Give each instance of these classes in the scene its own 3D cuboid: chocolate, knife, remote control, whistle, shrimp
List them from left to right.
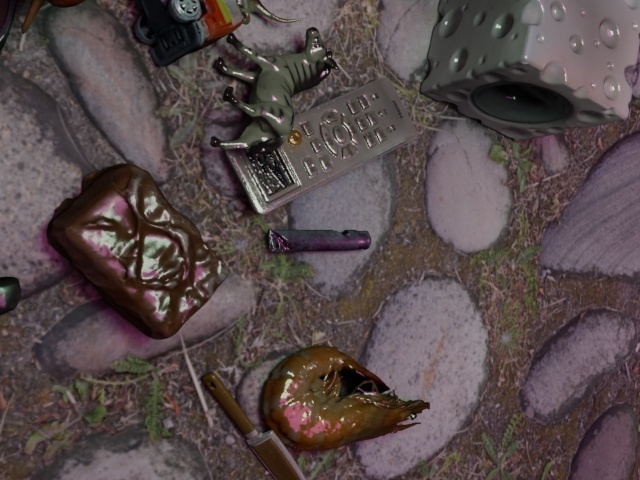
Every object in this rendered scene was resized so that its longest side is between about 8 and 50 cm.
[{"bbox_3d":[-0.228,0.009,0.996,0.214,0.093,0.148,50,63,-20],"label":"chocolate"},{"bbox_3d":[-0.082,0.283,1.103,0.256,0.046,0.022,56,21,-16],"label":"knife"},{"bbox_3d":[0.000,0.000,1.174,0.176,0.033,0.033,0,88,-33],"label":"whistle"},{"bbox_3d":[0.006,-0.144,1.176,0.313,0.055,0.109,-28,93,-26],"label":"remote control"},{"bbox_3d":[0.043,0.231,1.179,0.287,0.063,0.152,0,76,-31],"label":"shrimp"}]

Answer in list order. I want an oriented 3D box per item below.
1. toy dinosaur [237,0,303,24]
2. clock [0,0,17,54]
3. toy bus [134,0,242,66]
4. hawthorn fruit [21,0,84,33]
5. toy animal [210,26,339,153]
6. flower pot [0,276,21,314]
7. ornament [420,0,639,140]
[{"bbox_3d":[-0.114,-0.337,1.116,0.180,0.037,0.058,26,79,-28],"label":"toy dinosaur"},{"bbox_3d":[-0.481,-0.297,0.874,0.280,0.055,0.280,1,88,-32],"label":"clock"},{"bbox_3d":[-0.201,-0.374,1.022,0.120,0.121,0.265,-29,102,-39],"label":"toy bus"},{"bbox_3d":[-0.295,-0.361,0.861,0.210,0.210,0.262,0,95,-32],"label":"hawthorn fruit"},{"bbox_3d":[-0.062,-0.210,1.109,0.176,0.073,0.217,15,64,-24],"label":"toy animal"},{"bbox_3d":[-0.444,-0.010,0.743,0.299,0.299,0.283,-16,100,-32],"label":"flower pot"},{"bbox_3d":[0.348,-0.326,1.285,0.240,0.239,0.240,20,77,-30],"label":"ornament"}]
